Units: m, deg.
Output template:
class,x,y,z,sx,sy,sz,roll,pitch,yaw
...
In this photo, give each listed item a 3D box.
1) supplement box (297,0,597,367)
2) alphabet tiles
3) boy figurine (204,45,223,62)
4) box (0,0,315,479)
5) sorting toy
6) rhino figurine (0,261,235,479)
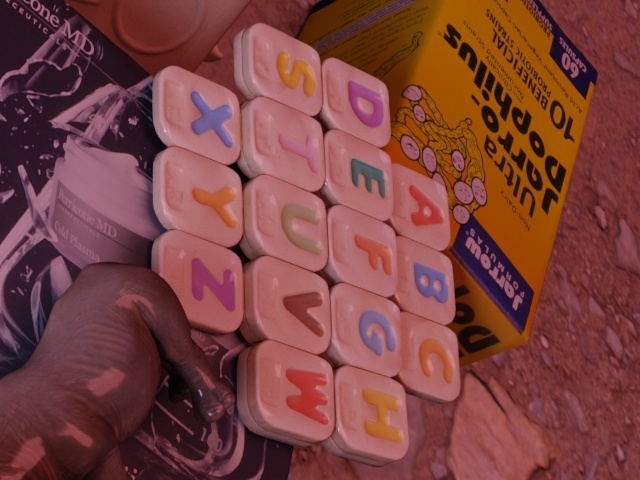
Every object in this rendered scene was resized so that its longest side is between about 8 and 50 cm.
class,x,y,z,sx,sy,sz,roll,pitch,yaw
supplement box,0.076,-0.070,1.434,0.194,0.195,0.356,48,40,-23
alphabet tiles,0.000,0.000,1.125,0.278,0.021,0.284,22,56,-42
boy figurine,-0.132,-0.214,1.341,0.285,0.092,0.177,-30,95,-54
box,-0.184,0.046,1.047,0.343,0.179,0.312,40,42,-32
sorting toy,-0.168,-0.149,1.193,0.208,0.193,0.038,25,22,-45
rhino figurine,-0.128,0.105,0.874,0.106,0.073,0.243,55,39,-22
